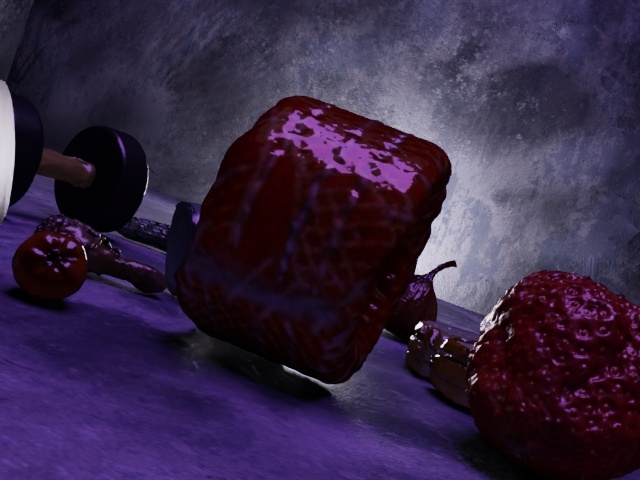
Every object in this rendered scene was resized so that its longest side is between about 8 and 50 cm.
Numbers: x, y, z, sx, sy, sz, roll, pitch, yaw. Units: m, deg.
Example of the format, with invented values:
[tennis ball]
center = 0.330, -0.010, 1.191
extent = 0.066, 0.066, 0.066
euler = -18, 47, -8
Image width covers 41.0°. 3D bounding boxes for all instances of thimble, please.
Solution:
[thimble]
center = 0.000, 0.000, 1.062
extent = 0.231, 0.350, 0.350
euler = 24, 4, 13

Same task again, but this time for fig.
[fig]
center = 0.198, 0.108, 1.715
extent = 0.134, 0.201, 0.146
euler = 41, 2, -33

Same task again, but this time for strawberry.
[strawberry]
center = 0.278, 0.168, 0.978
extent = 0.257, 0.257, 0.277
euler = 22, 25, 33

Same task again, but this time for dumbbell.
[dumbbell]
center = -0.489, -0.136, 1.544
extent = 0.204, 0.203, 0.322
euler = 22, 4, 36

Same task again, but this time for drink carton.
[drink carton]
center = -0.132, 0.031, 1.317
extent = 0.190, 0.185, 0.191
euler = 6, 10, -23

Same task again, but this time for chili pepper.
[chili pepper]
center = -0.331, -0.010, 1.720
extent = 0.227, 0.059, 0.088
euler = 17, 8, -8

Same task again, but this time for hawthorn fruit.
[hawthorn fruit]
center = -0.303, 0.033, 0.960
extent = 0.081, 0.081, 0.093
euler = 19, -26, -17

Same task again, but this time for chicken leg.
[chicken leg]
center = -0.306, 0.027, 1.194
extent = 0.198, 0.069, 0.085
euler = 26, -22, -8

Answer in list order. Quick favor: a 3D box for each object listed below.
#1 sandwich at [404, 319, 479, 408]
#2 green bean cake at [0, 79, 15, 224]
[sandwich]
center = 0.270, 0.207, 1.319
extent = 0.249, 0.095, 0.273
euler = 20, 2, -12
[green bean cake]
center = -0.315, -0.031, 0.587
extent = 0.202, 0.284, 0.310
euler = -5, -15, -15
